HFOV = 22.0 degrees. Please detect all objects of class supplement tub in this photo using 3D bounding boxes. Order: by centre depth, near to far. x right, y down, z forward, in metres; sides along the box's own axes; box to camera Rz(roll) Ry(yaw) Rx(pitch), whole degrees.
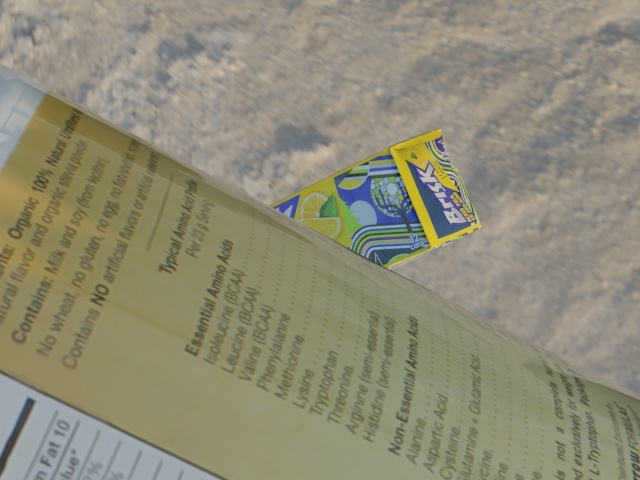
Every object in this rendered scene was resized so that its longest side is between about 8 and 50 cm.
[{"bbox_3d":[-0.059,0.093,0.403,0.316,0.228,0.228,27,96,-9],"label":"supplement tub"}]

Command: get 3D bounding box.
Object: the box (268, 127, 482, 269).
[{"bbox_3d":[0.000,0.000,0.892,0.169,0.054,0.059,-25,87,39],"label":"box"}]
